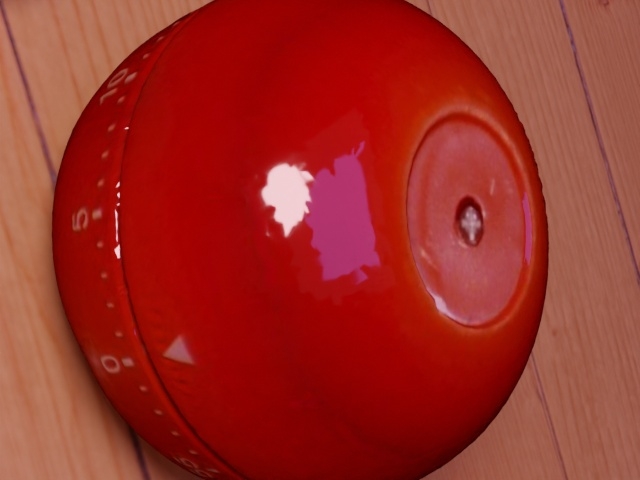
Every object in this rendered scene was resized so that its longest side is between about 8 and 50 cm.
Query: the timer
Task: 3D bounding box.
[{"bbox_3d":[0.000,0.000,0.845,0.378,0.279,0.378,11,74,-45],"label":"timer"}]
